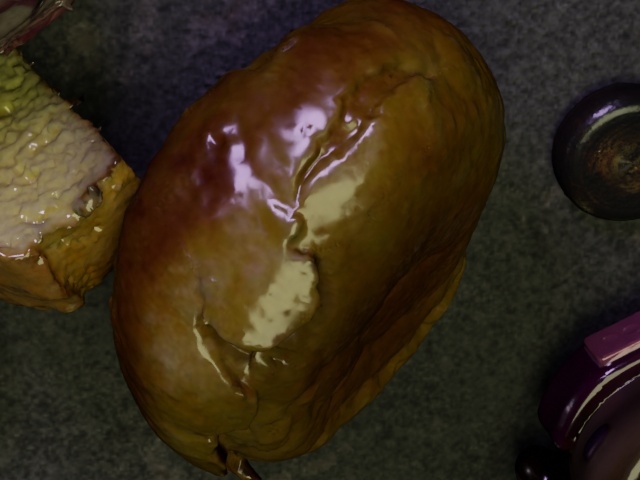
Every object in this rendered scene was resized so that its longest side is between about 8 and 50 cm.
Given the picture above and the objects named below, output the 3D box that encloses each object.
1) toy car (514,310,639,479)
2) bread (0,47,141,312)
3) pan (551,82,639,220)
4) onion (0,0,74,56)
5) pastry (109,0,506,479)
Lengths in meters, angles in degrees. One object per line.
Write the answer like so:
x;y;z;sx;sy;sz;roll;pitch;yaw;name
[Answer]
0.322;0.227;1.529;0.271;0.240;0.340;-28;115;0;toy car
-0.198;-0.034;1.372;0.143;0.229;0.139;-44;135;-2;bread
0.265;-0.104;1.504;0.115;0.040;0.212;32;103;-24;pan
-0.284;-0.221;1.267;0.230;0.256;0.272;-18;153;11;onion
0.000;0.000;1.357;0.164;0.356;0.356;35;105;23;pastry
